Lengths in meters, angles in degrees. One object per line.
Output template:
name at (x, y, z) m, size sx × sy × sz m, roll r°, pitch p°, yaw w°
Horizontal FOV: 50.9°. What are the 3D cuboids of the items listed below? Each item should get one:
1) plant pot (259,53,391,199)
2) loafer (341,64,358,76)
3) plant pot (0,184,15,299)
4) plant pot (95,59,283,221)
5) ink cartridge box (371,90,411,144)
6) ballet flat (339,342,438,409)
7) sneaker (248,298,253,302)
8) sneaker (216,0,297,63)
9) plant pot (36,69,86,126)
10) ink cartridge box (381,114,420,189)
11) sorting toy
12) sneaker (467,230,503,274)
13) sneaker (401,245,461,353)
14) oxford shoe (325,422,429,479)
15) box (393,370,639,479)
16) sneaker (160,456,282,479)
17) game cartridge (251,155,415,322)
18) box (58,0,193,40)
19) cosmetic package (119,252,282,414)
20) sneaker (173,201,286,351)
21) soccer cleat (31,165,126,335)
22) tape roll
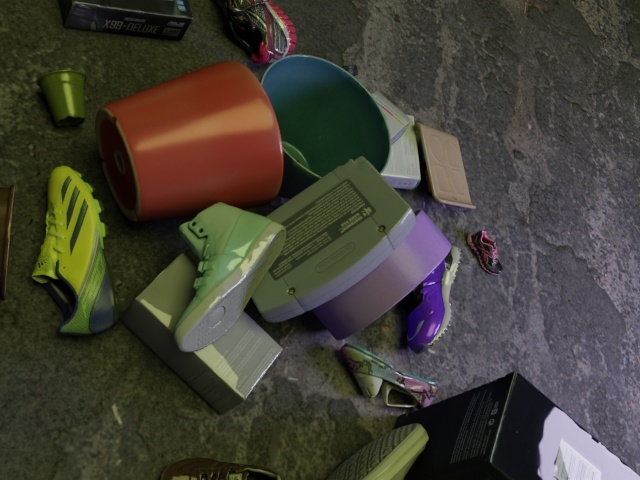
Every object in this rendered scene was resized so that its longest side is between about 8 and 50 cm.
plant pot at (-0.034, -0.190, 1.336) m, size 0.290 × 0.195 × 0.290 m, roll 17°, pitch 56°, yaw -27°
loafer at (0.032, -0.363, 1.576) m, size 0.170 × 0.062 × 0.061 m, roll -33°, pitch 99°, yaw -34°
plant pot at (-0.519, -0.003, 0.931) m, size 0.165 × 0.167 × 0.167 m, roll 4°, pitch 62°, yaw -25°
plant pot at (-0.234, -0.157, 1.153) m, size 0.243 × 0.275 × 0.275 m, roll -19°, pitch 76°, yaw -29°
ink cartridge box at (0.097, -0.233, 1.500) m, size 0.109 × 0.062 × 0.209 m, roll 41°, pitch 60°, yaw 8°
ballet flat at (0.126, 0.271, 1.279) m, size 0.221 × 0.077 × 0.079 m, roll 28°, pitch 72°, yaw -20°
sneaker at (-0.139, 0.067, 1.219) m, size 0.209 × 0.069 × 0.082 m, roll 3°, pitch 28°, yaw -23°
sneaker at (-0.176, -0.524, 1.477) m, size 0.299 × 0.121 × 0.112 m, roll 50°, pitch 50°, yaw -2°
plant pot at (-0.442, -0.243, 1.171) m, size 0.083 × 0.083 × 0.079 m, roll -11°, pitch 84°, yaw -38°
ink cartridge box at (0.112, -0.220, 1.566) m, size 0.232 × 0.066 × 0.189 m, roll 4°, pitch 61°, yaw -9°
sorting toy at (0.298, -0.176, 1.632) m, size 0.193 × 0.038 × 0.208 m, roll 4°, pitch 68°, yaw -53°
sneaker at (0.404, 0.027, 1.609) m, size 0.047 × 0.057 × 0.119 m, roll -34°, pitch 88°, yaw -43°
sneaker at (0.196, 0.098, 1.407) m, size 0.146 × 0.102 × 0.293 m, roll 31°, pitch 47°, yaw -12°
oxford shoe at (0.031, 0.460, 1.041) m, size 0.130 × 0.169 × 0.449 m, roll 49°, pitch 56°, yaw 2°
box at (0.324, 0.433, 1.158) m, size 0.343 × 0.312 × 0.179 m, roll 39°, pitch 50°, yaw -9°
sneaker at (-0.147, 0.363, 1.031) m, size 0.188 × 0.071 × 0.066 m, roll 12°, pitch 59°, yaw -30°
game cartridge at (0.000, 0.000, 1.123) m, size 0.297 × 0.062 × 0.198 m, roll -34°, pitch 55°, yaw -2°
box at (-0.416, -0.562, 1.361) m, size 0.242 × 0.076 × 0.308 m, roll -4°, pitch 68°, yaw -36°
cosmetic package at (-0.194, 0.153, 1.099) m, size 0.238 × 0.107 × 0.127 m, roll 44°, pitch 48°, yaw -2°
sneaker at (-0.182, 0.050, 1.061) m, size 0.151 × 0.094 × 0.256 m, roll 25°, pitch 60°, yaw 20°
soccer cleat at (-0.393, 0.011, 1.048) m, size 0.121 × 0.093 × 0.289 m, roll -11°, pitch 71°, yaw -31°
tape roll at (0.106, 0.062, 1.239) m, size 0.090 × 0.275 × 0.275 m, roll 51°, pitch 48°, yaw -1°
